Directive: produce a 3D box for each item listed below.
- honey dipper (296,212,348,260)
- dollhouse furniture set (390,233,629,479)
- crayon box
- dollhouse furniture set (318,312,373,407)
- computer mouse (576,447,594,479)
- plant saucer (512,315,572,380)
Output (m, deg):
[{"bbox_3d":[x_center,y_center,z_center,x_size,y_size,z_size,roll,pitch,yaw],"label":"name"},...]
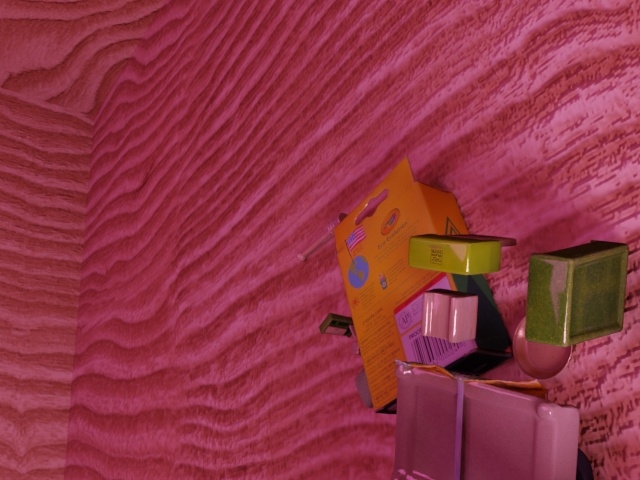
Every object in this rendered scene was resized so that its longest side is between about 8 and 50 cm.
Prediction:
[{"bbox_3d":[0.000,0.000,1.203,0.161,0.030,0.030,-41,47,45],"label":"honey dipper"},{"bbox_3d":[0.204,0.147,0.725,0.197,0.151,0.301,7,98,42],"label":"dollhouse furniture set"},{"bbox_3d":[0.130,0.062,0.939,0.202,0.081,0.318,-44,46,39],"label":"crayon box"},{"bbox_3d":[0.053,0.182,1.031,0.076,0.058,0.151,-55,39,30],"label":"dollhouse furniture set"},{"bbox_3d":[0.248,0.334,0.717,0.071,0.041,0.242,20,101,40],"label":"computer mouse"},{"bbox_3d":[0.266,0.124,0.774,0.083,0.015,0.083,-26,57,50],"label":"plant saucer"}]
